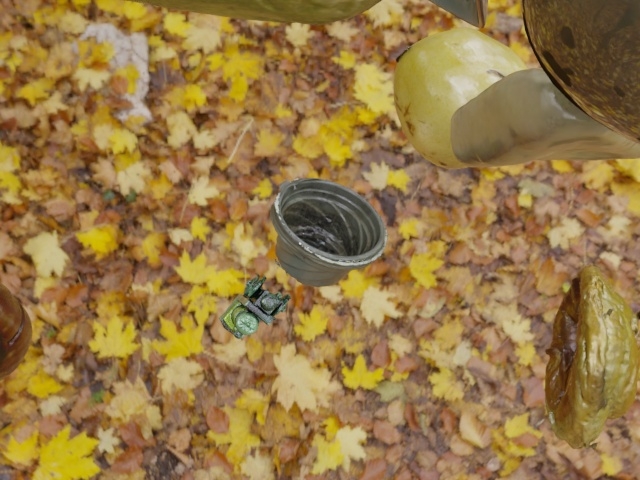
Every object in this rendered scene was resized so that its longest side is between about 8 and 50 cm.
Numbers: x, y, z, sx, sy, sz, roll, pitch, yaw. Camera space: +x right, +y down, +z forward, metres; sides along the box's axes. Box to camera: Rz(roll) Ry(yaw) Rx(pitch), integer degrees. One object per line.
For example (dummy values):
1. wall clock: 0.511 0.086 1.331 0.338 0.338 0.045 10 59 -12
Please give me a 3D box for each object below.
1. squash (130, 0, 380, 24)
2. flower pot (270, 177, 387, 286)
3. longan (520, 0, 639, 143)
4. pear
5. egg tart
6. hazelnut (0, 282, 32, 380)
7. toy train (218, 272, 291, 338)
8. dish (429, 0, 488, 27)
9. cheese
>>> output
1. squash: -0.106 -0.186 0.360 0.289 0.111 0.203 5 59 -5
2. flower pot: 0.000 0.000 1.415 0.236 0.140 0.235 17 39 -14
3. longan: 0.369 -0.244 0.685 0.361 0.361 0.360 3 56 -4
4. pear: 0.308 -0.310 1.592 0.310 0.309 0.309 3 56 -4
5. egg tart: 0.551 0.225 1.456 0.153 0.339 0.351 6 53 7
6. hazelnut: -0.683 0.173 1.440 0.230 0.229 0.229 3 56 -4
7. toy train: -0.132 0.137 1.436 0.083 0.200 0.132 40 83 -6
8. dish: 0.123 -0.329 0.774 0.154 0.234 0.064 38 94 17
9. cheese: 0.385 -0.177 1.032 0.351 0.328 0.129 -5 92 -1
